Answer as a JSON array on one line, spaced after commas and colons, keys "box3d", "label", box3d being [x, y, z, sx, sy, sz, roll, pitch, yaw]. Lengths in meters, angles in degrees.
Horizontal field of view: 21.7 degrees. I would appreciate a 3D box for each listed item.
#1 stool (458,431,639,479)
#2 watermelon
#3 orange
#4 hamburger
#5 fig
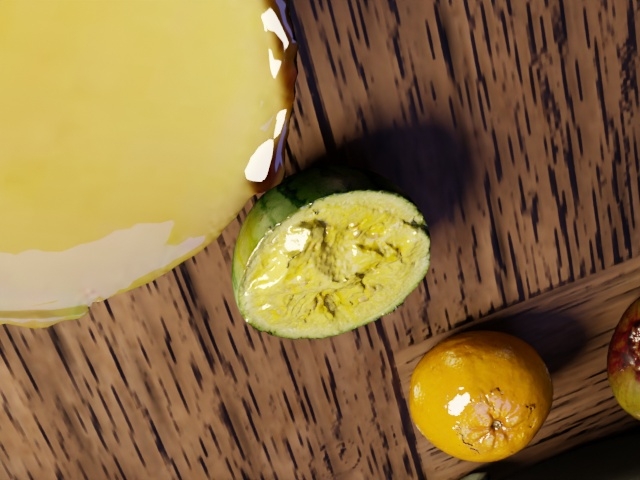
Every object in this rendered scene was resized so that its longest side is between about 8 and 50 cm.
[{"box3d": [0.168, 0.196, 1.012, 0.153, 0.139, 0.228, -19, 180, -31], "label": "stool"}, {"box3d": [0.000, 0.000, 0.851, 0.105, 0.062, 0.105, -15, 141, -13], "label": "watermelon"}, {"box3d": [0.093, 0.091, 0.964, 0.083, 0.070, 0.083, -9, 128, -12], "label": "orange"}, {"box3d": [-0.124, -0.087, 0.665, 0.237, 0.149, 0.237, -6, 126, -9], "label": "hamburger"}, {"box3d": [0.218, 0.072, 0.999, 0.082, 0.084, 0.098, -21, 151, 40], "label": "fig"}]
